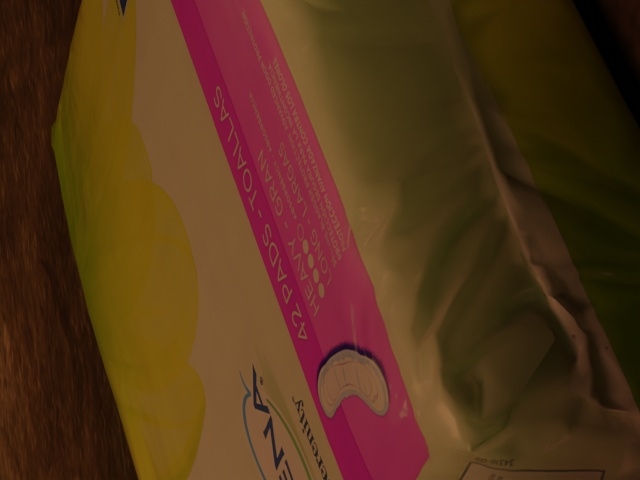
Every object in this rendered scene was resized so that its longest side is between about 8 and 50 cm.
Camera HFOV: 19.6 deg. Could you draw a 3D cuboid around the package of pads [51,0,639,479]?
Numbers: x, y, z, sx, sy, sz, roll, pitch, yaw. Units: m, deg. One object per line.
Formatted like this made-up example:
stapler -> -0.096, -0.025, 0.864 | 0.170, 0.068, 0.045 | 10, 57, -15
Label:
package of pads -> 0.000, 0.000, 0.568 | 0.229, 0.101, 0.296 | 111, 147, -49
